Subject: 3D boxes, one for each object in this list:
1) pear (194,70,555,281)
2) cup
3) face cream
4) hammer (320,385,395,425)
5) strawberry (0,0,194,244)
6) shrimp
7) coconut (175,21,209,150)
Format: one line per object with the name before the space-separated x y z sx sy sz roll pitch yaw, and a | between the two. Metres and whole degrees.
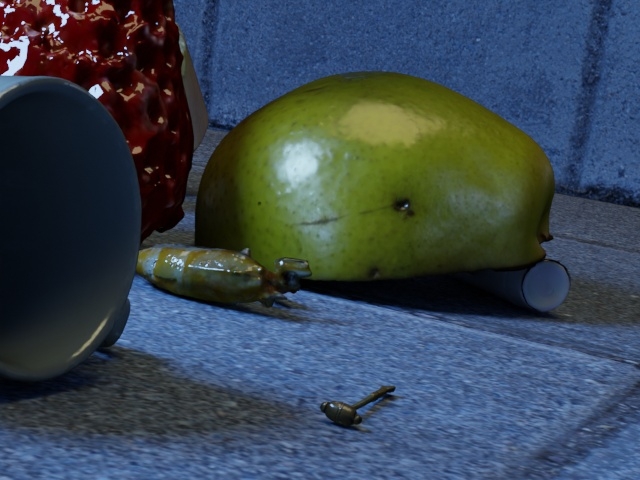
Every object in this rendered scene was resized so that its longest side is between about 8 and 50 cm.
pear | 0.053 -0.081 1.539 0.386 0.191 0.340 -1 14 11
cup | -0.245 0.004 0.965 0.234 0.186 0.258 4 -26 31
face cream | 0.203 0.035 1.599 0.092 0.058 0.244 -12 9 -14
hammer | 0.030 0.109 0.980 0.029 0.014 0.123 20 8 16
strawberry | -0.266 -0.164 1.425 0.317 0.345 0.295 15 8 36
shrimp | -0.083 0.027 1.314 0.187 0.051 0.132 11 7 37
coconut | -0.282 -0.192 2.094 0.239 0.244 0.239 -9 32 6
